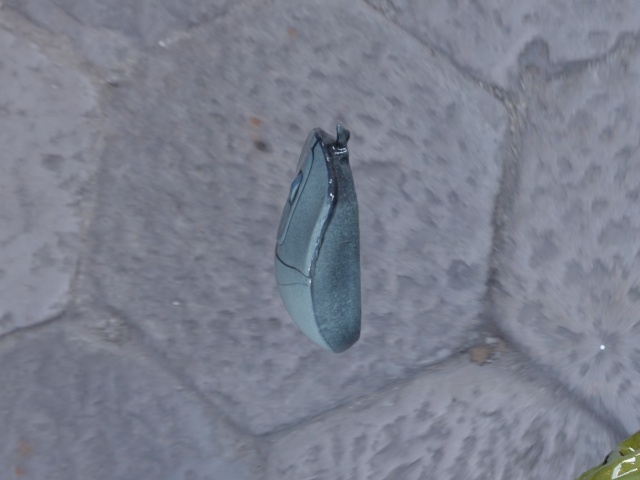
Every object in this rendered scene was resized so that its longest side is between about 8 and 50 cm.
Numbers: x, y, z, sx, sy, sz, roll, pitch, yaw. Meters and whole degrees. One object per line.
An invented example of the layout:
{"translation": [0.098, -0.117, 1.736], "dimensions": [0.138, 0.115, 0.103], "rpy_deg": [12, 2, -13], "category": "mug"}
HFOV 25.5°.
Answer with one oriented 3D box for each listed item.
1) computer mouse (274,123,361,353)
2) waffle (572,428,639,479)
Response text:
{"translation": [-0.006, 0.002, 1.183], "dimensions": [0.068, 0.113, 0.229], "rpy_deg": [-8, 127, -7], "category": "computer mouse"}
{"translation": [0.172, 0.219, 1.029], "dimensions": [0.317, 0.297, 0.073], "rpy_deg": [-28, 78, -31], "category": "waffle"}
